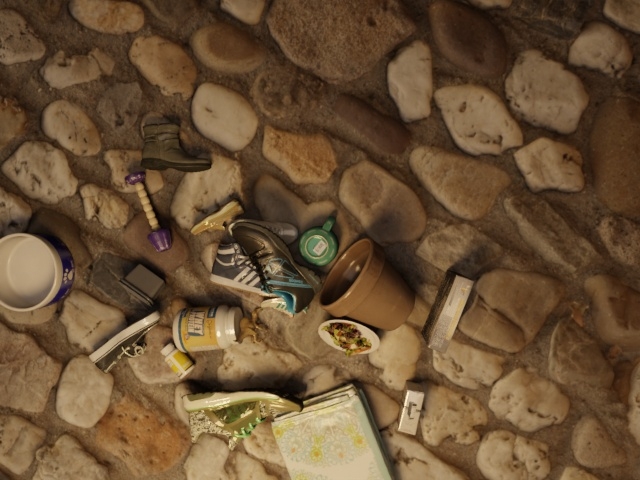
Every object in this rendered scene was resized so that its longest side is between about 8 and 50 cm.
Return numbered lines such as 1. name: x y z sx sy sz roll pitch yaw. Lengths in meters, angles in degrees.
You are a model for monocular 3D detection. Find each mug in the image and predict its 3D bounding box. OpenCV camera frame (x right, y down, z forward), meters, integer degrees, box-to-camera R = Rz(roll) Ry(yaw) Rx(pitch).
1. mug: -0.008 0.005 1.507 0.130 0.097 0.157 -7 91 6

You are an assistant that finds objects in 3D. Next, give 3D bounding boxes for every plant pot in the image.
1. plant pot: 0.161 0.156 1.438 0.229 0.263 0.263 34 95 -13

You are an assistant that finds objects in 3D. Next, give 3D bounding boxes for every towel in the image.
1. towel: 0.042 0.686 1.530 0.321 0.090 0.374 -22 89 9

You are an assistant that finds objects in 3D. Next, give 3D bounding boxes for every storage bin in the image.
1. storage bin: -0.593 0.149 1.583 0.135 0.098 0.091 35 67 4

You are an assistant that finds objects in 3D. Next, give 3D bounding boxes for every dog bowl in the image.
1. dog bowl: -0.994 0.105 1.609 0.265 0.104 0.264 0 91 6

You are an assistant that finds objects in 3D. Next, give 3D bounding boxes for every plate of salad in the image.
1. plate of salad: 0.087 0.313 1.474 0.200 0.200 0.048 16 52 5

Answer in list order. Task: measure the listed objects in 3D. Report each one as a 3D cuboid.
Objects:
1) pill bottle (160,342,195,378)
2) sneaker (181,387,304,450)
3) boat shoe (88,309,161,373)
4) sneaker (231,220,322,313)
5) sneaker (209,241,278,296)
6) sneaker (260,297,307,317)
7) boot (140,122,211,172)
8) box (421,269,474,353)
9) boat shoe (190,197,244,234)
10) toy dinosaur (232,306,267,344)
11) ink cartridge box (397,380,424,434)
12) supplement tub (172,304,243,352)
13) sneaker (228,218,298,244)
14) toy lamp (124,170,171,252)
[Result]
1. pill bottle: -0.484 0.404 1.584 0.065 0.065 0.116 -42 88 5
2. sneaker: -0.248 0.573 1.509 0.410 0.158 0.182 -7 76 14
3. boat shoe: -0.639 0.348 1.577 0.306 0.113 0.105 -36 94 8
4. sneaker: -0.146 0.080 1.424 0.341 0.125 0.139 42 64 -10
5. sneaker: -0.219 0.088 1.532 0.282 0.099 0.153 11 94 8
6. sneaker: -0.119 0.221 1.545 0.161 0.057 0.075 -9 85 3
7. boot: -0.482 -0.315 1.560 0.247 0.083 0.161 4 86 4
8. box: 0.384 0.210 1.431 0.056 0.183 0.231 21 93 5
9. boat shoe: -0.341 -0.062 1.559 0.190 0.068 0.072 -32 100 6
10. toy dinosaur: -0.231 0.298 1.525 0.053 0.183 0.092 -31 105 34
11. ink cartridge box: 0.286 0.529 1.491 0.056 0.099 0.135 12 92 6
12. supplement tub: -0.361 0.285 1.528 0.200 0.144 0.144 -6 91 6
13. sneaker: -0.186 -0.024 1.528 0.229 0.092 0.087 3 90 5
14. toy lamp: -0.573 -0.094 1.573 0.080 0.080 0.274 -24 90 6
